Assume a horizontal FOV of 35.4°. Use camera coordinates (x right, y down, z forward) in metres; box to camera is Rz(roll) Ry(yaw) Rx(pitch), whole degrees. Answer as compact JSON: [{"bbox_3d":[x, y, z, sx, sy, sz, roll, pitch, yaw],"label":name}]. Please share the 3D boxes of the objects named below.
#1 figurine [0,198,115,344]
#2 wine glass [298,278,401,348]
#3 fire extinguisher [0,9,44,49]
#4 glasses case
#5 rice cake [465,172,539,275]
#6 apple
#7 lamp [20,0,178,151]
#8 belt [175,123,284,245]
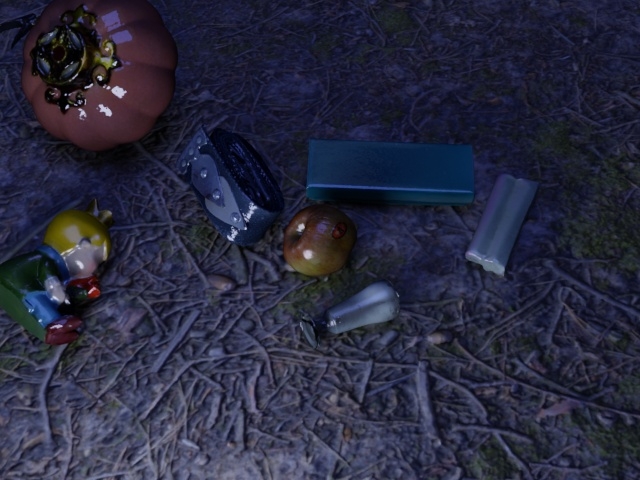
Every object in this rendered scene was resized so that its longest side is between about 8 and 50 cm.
[{"bbox_3d":[-0.404,0.048,1.641,0.185,0.127,0.234,36,48,20],"label":"figurine"},{"bbox_3d":[0.046,0.117,1.616,0.155,0.072,0.072,-20,53,-18],"label":"wine glass"},{"bbox_3d":[-0.491,-0.396,2.019,0.343,0.102,0.138,20,55,15],"label":"fire extinguisher"},{"bbox_3d":[0.125,-0.117,1.822,0.300,0.070,0.117,4,56,0],"label":"glasses case"},{"bbox_3d":[0.319,-0.034,1.768,0.080,0.042,0.222,19,53,13],"label":"rice cake"},{"bbox_3d":[-0.002,0.002,1.687,0.102,0.126,0.126,30,41,-32],"label":"apple"},{"bbox_3d":[-0.413,-0.317,1.828,0.305,0.239,0.306,-1,87,18],"label":"lamp"},{"bbox_3d":[-0.157,-0.084,1.756,0.122,0.128,0.218,8,39,-46],"label":"belt"}]
